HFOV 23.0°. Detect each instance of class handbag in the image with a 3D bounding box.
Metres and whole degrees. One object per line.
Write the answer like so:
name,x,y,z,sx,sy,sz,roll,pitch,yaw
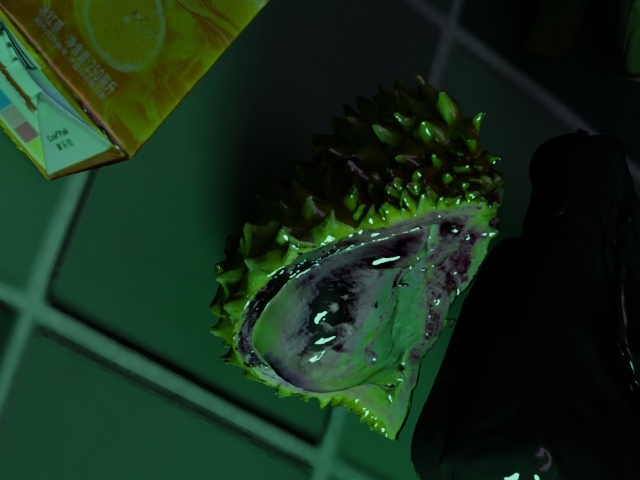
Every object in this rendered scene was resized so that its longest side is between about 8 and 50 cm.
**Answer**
handbag,0.146,0.111,0.808,0.275,0.088,0.244,57,39,-32

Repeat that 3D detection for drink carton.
drink carton,-0.069,-0.136,0.705,0.096,0.071,0.223,52,55,-21

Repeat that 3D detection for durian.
durian,-0.003,0.001,0.714,0.108,0.186,0.119,-9,52,-24

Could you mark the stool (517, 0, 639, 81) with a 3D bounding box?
stool,0.164,-0.167,0.879,0.153,0.228,0.139,-63,160,-76
